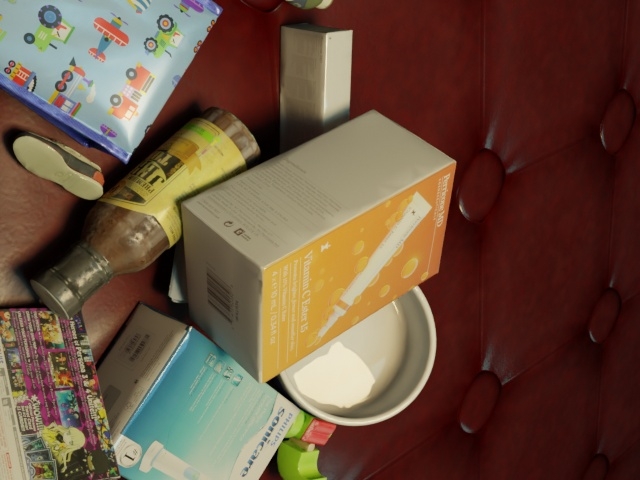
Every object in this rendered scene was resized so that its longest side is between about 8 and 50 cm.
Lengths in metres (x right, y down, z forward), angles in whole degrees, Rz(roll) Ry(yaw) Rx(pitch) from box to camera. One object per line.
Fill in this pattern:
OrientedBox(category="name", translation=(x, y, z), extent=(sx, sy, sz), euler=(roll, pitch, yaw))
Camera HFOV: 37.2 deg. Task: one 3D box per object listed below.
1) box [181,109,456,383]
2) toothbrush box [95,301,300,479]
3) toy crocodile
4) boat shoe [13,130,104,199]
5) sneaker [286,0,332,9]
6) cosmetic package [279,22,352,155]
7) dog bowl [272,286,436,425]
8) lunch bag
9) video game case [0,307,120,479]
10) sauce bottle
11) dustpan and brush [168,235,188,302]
OrientedBox(category="box", translation=(0.000, 0.000, 1.308), extent=(0.345, 0.168, 0.215), euler=(-30, 141, -31))
OrientedBox(category="toothbrush box", translation=(-0.195, 0.260, 1.379), extent=(0.295, 0.126, 0.216), euler=(44, 72, -44))
OrientedBox(category="toy crocodile", translation=(0.008, 0.246, 1.595), extent=(0.115, 0.105, 0.341), euler=(25, 87, -47))
OrientedBox(category="boat shoe", translation=(-0.322, -0.099, 1.176), extent=(0.137, 0.049, 0.043), euler=(36, 37, -44))
OrientedBox(category="sneaker", translation=(-0.017, -0.422, 1.342), extent=(0.086, 0.064, 0.192), euler=(-18, 121, -46))
OrientedBox(category="cosmetic package", translation=(-0.007, -0.196, 1.416), extent=(0.060, 0.099, 0.239), euler=(-16, 117, -40))
OrientedBox(category="dog bowl", translation=(0.042, 0.155, 1.501), extent=(0.264, 0.104, 0.265), euler=(2, 84, -15))
OrientedBox(category="lunch bag", translation=(-0.300, -0.263, 1.088), extent=(0.293, 0.138, 0.221), euler=(36, 82, -37))
OrientedBox(category="video game case", translation=(-0.360, 0.193, 1.145), extent=(0.210, 0.042, 0.232), euler=(2, 64, -49))
OrientedBox(category="sauce bottle", translation=(-0.226, -0.036, 1.243), extent=(0.344, 0.111, 0.111), euler=(-46, 133, -26))
OrientedBox(category="dustpan and brush", translation=(-0.141, 0.026, 1.405), extent=(0.211, 0.060, 0.147), euler=(11, 84, -41))
